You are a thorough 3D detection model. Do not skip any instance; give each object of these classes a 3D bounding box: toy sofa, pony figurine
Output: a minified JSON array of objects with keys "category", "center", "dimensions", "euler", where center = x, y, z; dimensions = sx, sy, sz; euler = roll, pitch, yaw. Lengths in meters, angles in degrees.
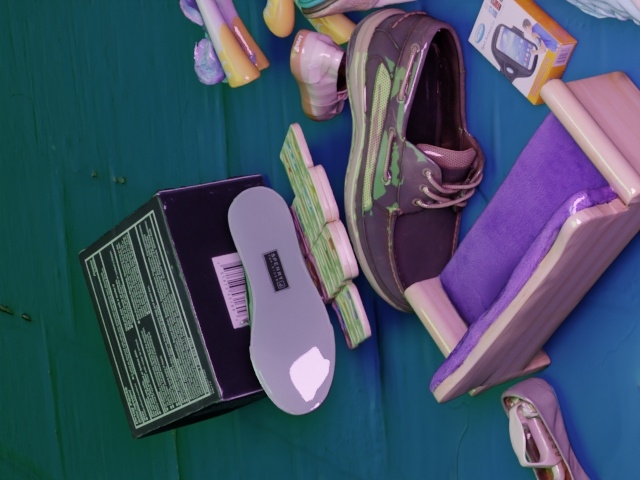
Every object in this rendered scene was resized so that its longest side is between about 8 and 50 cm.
[{"category":"toy sofa","center":[0.211,0.004,1.525],"dimensions":[0.150,0.177,0.362],"euler":[58,142,24]},{"category":"pony figurine","center":[-0.145,-0.377,1.852],"dimensions":[0.351,0.303,0.363],"euler":[-11,108,49]}]

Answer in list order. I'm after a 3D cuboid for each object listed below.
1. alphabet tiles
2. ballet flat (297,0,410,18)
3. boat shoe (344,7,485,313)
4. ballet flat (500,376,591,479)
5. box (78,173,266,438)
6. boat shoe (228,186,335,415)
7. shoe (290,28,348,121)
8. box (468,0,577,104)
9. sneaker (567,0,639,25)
[{"category":"alphabet tiles","center":[0.000,0.000,1.850],"dimensions":[0.284,0.021,0.278],"euler":[121,131,-79]},{"category":"ballet flat","center":[0.094,-0.323,1.635],"dimensions":[0.316,0.106,0.107],"euler":[-37,36,48]},{"category":"boat shoe","center":[0.109,-0.085,1.678],"dimensions":[0.130,0.132,0.355],"euler":[8,109,54]},{"category":"ballet flat","center":[0.255,0.258,1.643],"dimensions":[0.072,0.068,0.213],"euler":[-35,73,54]},{"category":"box","center":[-0.175,0.096,2.092],"dimensions":[0.294,0.183,0.296],"euler":[-28,77,54]},{"category":"boat shoe","center":[-0.052,0.085,1.927],"dimensions":[0.105,0.113,0.306],"euler":[74,176,-71]},{"category":"shoe","center":[0.011,-0.190,1.771],"dimensions":[0.219,0.058,0.076],"euler":[52,-132,-76]},{"category":"box","center":[0.209,-0.218,1.581],"dimensions":[0.136,0.028,0.081],"euler":[48,137,32]},{"category":"sneaker","center":[0.297,-0.260,1.388],"dimensions":[0.366,0.135,0.150],"euler":[51,166,27]}]
